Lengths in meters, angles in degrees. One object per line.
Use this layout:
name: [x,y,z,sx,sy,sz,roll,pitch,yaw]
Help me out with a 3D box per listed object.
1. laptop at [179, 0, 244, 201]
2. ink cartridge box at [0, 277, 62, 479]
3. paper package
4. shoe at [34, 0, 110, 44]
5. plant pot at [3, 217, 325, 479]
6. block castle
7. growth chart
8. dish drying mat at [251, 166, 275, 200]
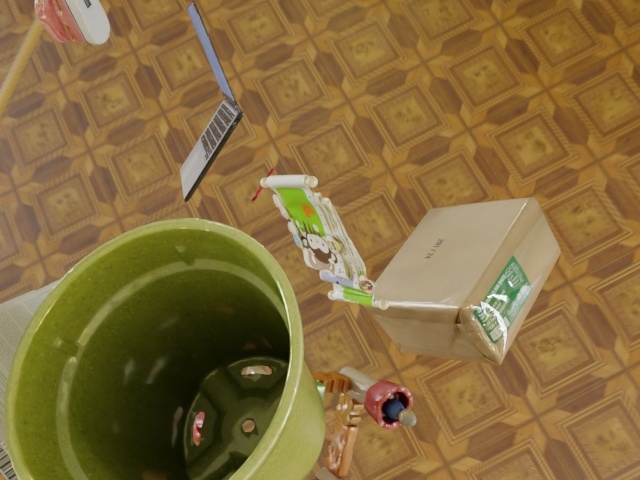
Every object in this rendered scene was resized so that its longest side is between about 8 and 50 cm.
laptop: [-0.345,-0.367,1.660,0.236,0.382,0.408,31,98,-20]
ink cartridge box: [-0.317,0.154,0.752,0.066,0.232,0.189,-36,92,15]
paper package: [0.299,0.077,1.357,0.168,0.309,0.325,52,61,-21]
shoe: [-0.355,-0.346,0.857,0.081,0.178,0.063,5,46,18]
plant pot: [-0.111,0.160,0.641,0.276,0.254,0.276,-8,59,14]
block castle: [-0.058,0.382,1.098,0.213,0.453,0.303,18,97,53]
growth chart: [0.000,0.000,0.953,0.021,0.172,0.237,-36,103,-26]
dish drying mat: [-0.121,-0.120,1.360,0.008,0.032,0.083,32,63,-7]
